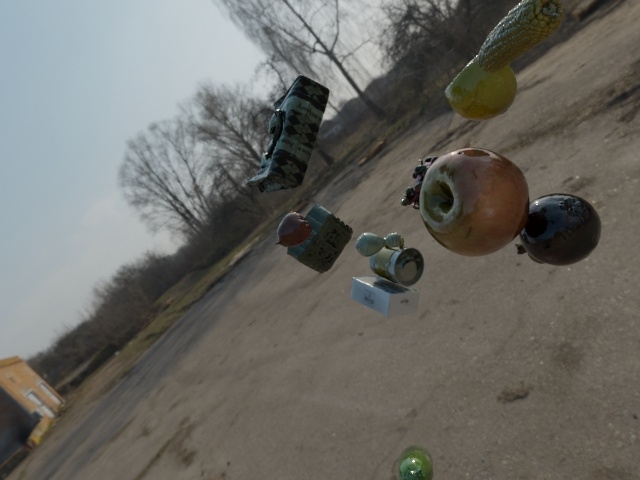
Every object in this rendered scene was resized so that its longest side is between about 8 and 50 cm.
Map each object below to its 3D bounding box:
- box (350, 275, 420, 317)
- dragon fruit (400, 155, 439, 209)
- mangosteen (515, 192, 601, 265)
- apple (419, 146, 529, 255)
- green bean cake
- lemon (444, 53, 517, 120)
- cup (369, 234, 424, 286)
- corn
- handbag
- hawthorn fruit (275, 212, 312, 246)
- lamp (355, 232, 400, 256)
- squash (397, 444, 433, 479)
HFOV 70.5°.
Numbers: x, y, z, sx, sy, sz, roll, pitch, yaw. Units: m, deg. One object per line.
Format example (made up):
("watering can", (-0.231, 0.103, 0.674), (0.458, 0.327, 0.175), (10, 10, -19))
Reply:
("box", (0.310, 0.262, 2.193), (0.203, 0.116, 0.274), (-1, 13, -35))
("dragon fruit", (0.490, -0.242, 1.976), (0.272, 0.219, 0.198), (-61, 28, 3))
("mangosteen", (0.904, -0.030, 1.732), (0.298, 0.293, 0.297), (0, 30, 0))
("apple", (0.561, -0.136, 1.644), (0.347, 0.390, 0.391), (3, -10, -22))
("green bean cake", (0.000, 0.000, 1.408), (0.183, 0.094, 0.185), (-55, -35, 1))
("lemon", (0.596, -0.543, 1.645), (0.240, 0.219, 0.240), (-46, -1, -1))
("cup", (0.355, 0.086, 2.155), (0.186, 0.240, 0.226), (-11, 11, -30))
("corn", (0.460, -0.484, 1.059), (0.101, 0.101, 0.310), (-41, 5, -1))
("handbag", (-0.143, -0.389, 1.766), (0.317, 0.180, 0.415), (-10, 61, 59))
("hawthorn fruit", (-0.071, -0.021, 1.118), (0.093, 0.081, 0.081), (-40, 8, 11))
("lamp", (0.244, 0.012, 1.952), (0.193, 0.106, 0.106), (-8, 5, -7))
("squash", (0.289, 0.682, 1.373), (0.107, 0.107, 0.395), (-41, -22, -1))
